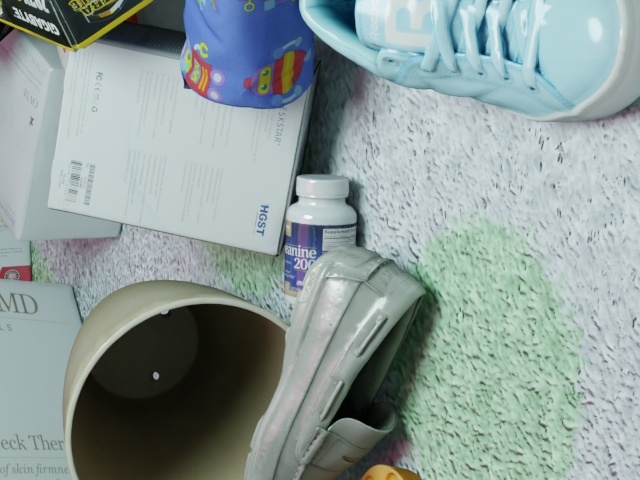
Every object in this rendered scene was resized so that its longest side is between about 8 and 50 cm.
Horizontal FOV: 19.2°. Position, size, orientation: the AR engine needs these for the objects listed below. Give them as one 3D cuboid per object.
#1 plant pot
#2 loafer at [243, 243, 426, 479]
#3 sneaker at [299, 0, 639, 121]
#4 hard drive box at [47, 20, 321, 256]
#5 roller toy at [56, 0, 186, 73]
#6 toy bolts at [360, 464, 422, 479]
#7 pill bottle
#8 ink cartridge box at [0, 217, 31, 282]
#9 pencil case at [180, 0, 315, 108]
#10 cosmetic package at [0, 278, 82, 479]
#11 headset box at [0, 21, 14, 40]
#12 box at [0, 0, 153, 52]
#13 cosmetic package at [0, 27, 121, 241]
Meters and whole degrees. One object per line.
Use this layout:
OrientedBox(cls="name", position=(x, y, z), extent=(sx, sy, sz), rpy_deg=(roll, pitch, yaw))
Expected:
OrientedBox(cls="plant pot", position=(-0.155, 0.143, 1.908), extent=(0.274, 0.256, 0.257), rpy_deg=(-141, 54, -67))
OrientedBox(cls="loafer", position=(0.012, 0.161, 1.732), extent=(0.111, 0.112, 0.320), rpy_deg=(25, 115, 22))
OrientedBox(cls="sneaker", position=(0.110, -0.164, 1.515), extent=(0.366, 0.150, 0.135), rpy_deg=(13, 105, 57))
OrientedBox(cls="hard drive box", position=(-0.130, -0.102, 1.821), extent=(0.089, 0.232, 0.181), rpy_deg=(-69, -8, -69))
OrientedBox(cls="roller toy", position=(-0.169, -0.217, 1.950), extent=(0.191, 0.146, 0.209), rpy_deg=(45, 131, 33))
OrientedBox(cls="toy bolts", position=(0.009, 0.331, 1.714), extent=(0.228, 0.158, 0.218), rpy_deg=(-42, 58, 51))
OrientedBox(cls="pill bottle", position=(0.000, 0.000, 1.781), extent=(0.067, 0.067, 0.120), rpy_deg=(16, 106, 56))
OrientedBox(cls="ink cartridge box", position=(-0.455, -0.015, 2.436), extent=(0.127, 0.128, 0.176), rpy_deg=(4, 96, 57))
OrientedBox(cls="pencil case", position=(-0.066, -0.258, 1.635), extent=(0.133, 0.119, 0.306), rpy_deg=(-122, 24, -44))
OrientedBox(cls="cosmetic package", position=(-0.459, 0.283, 2.218), extent=(0.327, 0.329, 0.394), rpy_deg=(-36, 62, 34))
OrientedBox(cls="headset box", position=(-0.310, -0.358, 2.068), extent=(0.110, 0.293, 0.218), rpy_deg=(38, 138, 0))
OrientedBox(cls="box", position=(-0.181, -0.317, 1.801), extent=(0.257, 0.322, 0.079), rpy_deg=(23, 145, 51))
OrientedBox(cls="cosmetic package", position=(-0.316, -0.150, 2.198), extent=(0.224, 0.138, 0.225), rpy_deg=(46, 131, 46))
